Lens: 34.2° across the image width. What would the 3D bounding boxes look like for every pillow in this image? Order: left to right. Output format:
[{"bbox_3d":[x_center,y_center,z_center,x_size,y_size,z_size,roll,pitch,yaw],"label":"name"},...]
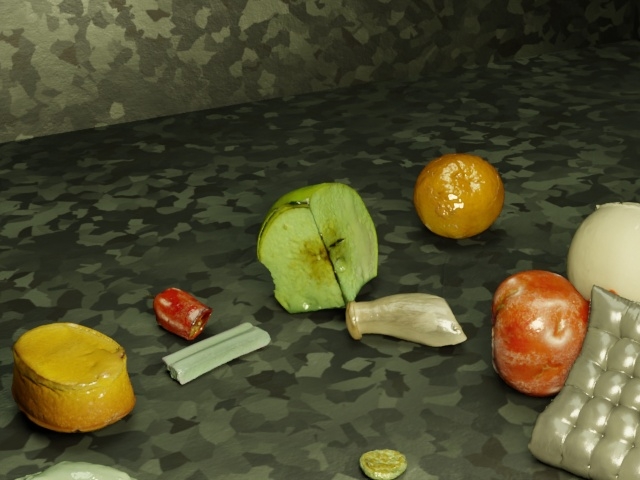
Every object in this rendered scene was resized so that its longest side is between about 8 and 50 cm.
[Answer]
[{"bbox_3d":[0.502,0.246,1.704,0.228,0.101,0.326,17,73,38],"label":"pillow"}]

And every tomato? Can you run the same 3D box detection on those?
[{"bbox_3d":[0.404,0.166,1.895,0.189,0.232,0.232,0,25,7],"label":"tomato"}]

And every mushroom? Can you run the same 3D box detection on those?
[{"bbox_3d":[0.175,0.157,2.100,0.247,0.108,0.096,4,-15,11],"label":"mushroom"}]

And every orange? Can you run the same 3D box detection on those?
[{"bbox_3d":[0.334,-0.108,2.525,0.219,0.193,0.219,9,48,-10],"label":"orange"}]

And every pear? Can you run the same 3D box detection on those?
[{"bbox_3d":[0.000,0.000,2.280,0.176,0.286,0.282,-12,18,31],"label":"pear"}]

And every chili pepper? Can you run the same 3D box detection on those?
[{"bbox_3d":[-0.311,0.144,2.197,0.192,0.084,0.086,23,19,36],"label":"chili pepper"}]

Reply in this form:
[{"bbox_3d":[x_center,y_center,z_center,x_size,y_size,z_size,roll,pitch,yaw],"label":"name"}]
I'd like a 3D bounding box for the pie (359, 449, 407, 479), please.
[{"bbox_3d":[0.105,0.372,1.726,0.084,0.021,0.084,-2,21,1],"label":"pie"}]

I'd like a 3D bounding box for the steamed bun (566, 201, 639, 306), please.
[{"bbox_3d":[0.628,0.098,1.935,0.375,0.241,0.374,24,-6,3],"label":"steamed bun"}]

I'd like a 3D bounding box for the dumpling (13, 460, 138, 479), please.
[{"bbox_3d":[-0.373,0.406,1.637,0.219,0.152,0.108,12,69,-1],"label":"dumpling"}]

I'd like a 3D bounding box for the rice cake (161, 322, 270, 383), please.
[{"bbox_3d":[-0.210,0.219,2.072,0.222,0.042,0.080,-23,32,-34],"label":"rice cake"}]

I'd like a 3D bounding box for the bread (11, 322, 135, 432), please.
[{"bbox_3d":[-0.455,0.255,1.900,0.195,0.142,0.270,-21,32,-38],"label":"bread"}]
